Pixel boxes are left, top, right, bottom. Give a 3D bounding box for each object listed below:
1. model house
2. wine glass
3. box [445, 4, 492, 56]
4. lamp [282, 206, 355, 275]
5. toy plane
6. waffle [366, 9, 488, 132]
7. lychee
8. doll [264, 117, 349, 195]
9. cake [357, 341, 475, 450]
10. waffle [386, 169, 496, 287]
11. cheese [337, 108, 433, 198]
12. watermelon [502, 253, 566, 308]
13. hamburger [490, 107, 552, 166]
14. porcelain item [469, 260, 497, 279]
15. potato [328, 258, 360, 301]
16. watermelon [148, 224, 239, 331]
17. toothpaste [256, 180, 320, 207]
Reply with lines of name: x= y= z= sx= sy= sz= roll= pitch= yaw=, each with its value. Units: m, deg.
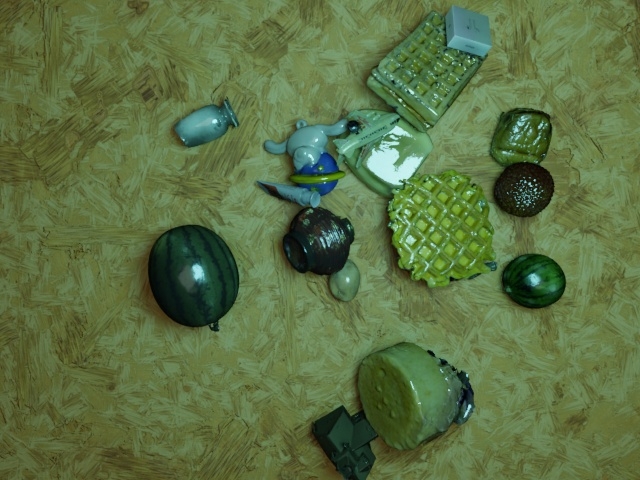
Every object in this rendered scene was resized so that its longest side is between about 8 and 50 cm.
model house: x=0.104 y=0.704 z=1.433 sx=0.204 sy=0.243 sz=0.211 roll=-35 pitch=93 yaw=3
wine glass: x=-0.382 y=-0.393 z=1.422 sx=0.204 sy=0.111 sz=0.111 roll=-26 pitch=94 yaw=-2
box: x=0.464 y=-0.657 z=1.324 sx=0.130 sy=0.051 sz=0.129 roll=9 pitch=67 yaw=-12
lamp: x=0.000 y=0.000 z=1.400 sx=0.247 sy=0.247 sz=0.247 roll=0 pitch=94 yaw=0
toy plane: x=0.141 y=-0.332 z=1.302 sx=0.244 sy=0.229 sz=0.092 roll=-39 pitch=60 yaw=-15
waffle: x=0.342 y=-0.546 z=1.342 sx=0.261 sy=0.114 sz=0.376 roll=38 pitch=66 yaw=2
lychee: x=0.677 y=-0.168 z=1.399 sx=0.194 sy=0.194 sz=0.194 roll=0 pitch=94 yaw=0
doll: x=-0.060 y=-0.267 z=1.400 sx=0.310 sy=0.159 sz=0.243 roll=6 pitch=122 yaw=23
cake: x=0.335 y=0.495 z=1.416 sx=0.321 sy=0.332 sz=0.332 roll=-6 pitch=95 yaw=-31
waffle: x=0.403 y=-0.042 z=1.388 sx=0.379 sy=0.095 sz=0.382 roll=-10 pitch=88 yaw=-13
cheese: x=0.203 y=-0.315 z=1.422 sx=0.316 sy=0.128 sz=0.260 roll=35 pitch=96 yaw=0
watermelon: x=0.709 y=0.142 z=1.424 sx=0.214 sy=0.188 sz=0.188 roll=-23 pitch=94 yaw=-5
hamburger: x=0.685 y=-0.349 z=1.421 sx=0.183 sy=0.130 sz=0.206 roll=11 pitch=96 yaw=1
porcelain item: x=0.521 y=0.101 z=1.487 sx=0.215 sy=0.069 sz=0.081 roll=-1 pitch=89 yaw=-5
potato: x=0.089 y=0.141 z=1.466 sx=0.112 sy=0.112 sz=0.147 roll=4 pitch=101 yaw=0
watermelon: x=-0.408 y=0.126 z=1.375 sx=0.278 sy=0.279 sz=0.359 roll=-15 pitch=98 yaw=1
toothpaste: x=-0.108 y=-0.158 z=1.398 sx=0.234 sy=0.089 sz=0.057 roll=17 pitch=70 yaw=34
